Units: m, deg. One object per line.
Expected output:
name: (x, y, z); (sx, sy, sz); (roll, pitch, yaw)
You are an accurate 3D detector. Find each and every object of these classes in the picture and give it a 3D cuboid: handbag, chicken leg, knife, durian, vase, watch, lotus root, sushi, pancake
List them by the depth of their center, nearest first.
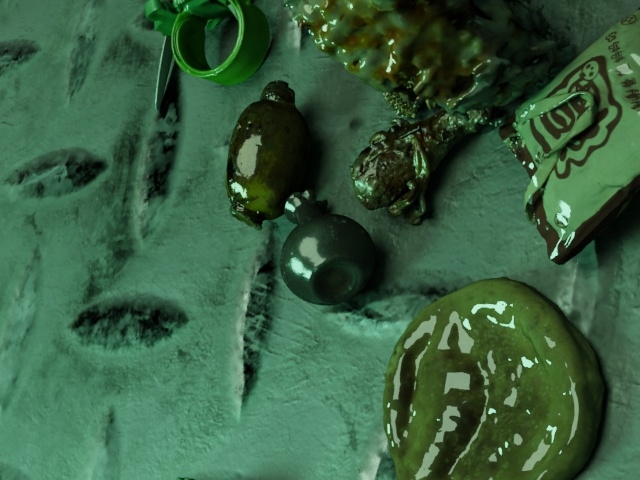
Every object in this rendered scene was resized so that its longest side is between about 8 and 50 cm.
handbag: (0.309, -0.118, 1.540); (0.235, 0.127, 0.213); (-44, 45, 34)
pancake: (0.181, 0.175, 1.570); (0.294, 0.049, 0.295); (-18, 60, 34)
sushi: (0.105, -0.303, 1.615); (0.176, 0.417, 0.418); (-40, 49, 25)
chicken leg: (0.123, -0.112, 1.744); (0.196, 0.080, 0.125); (-49, 56, 3)
vase: (0.000, 0.000, 1.778); (0.120, 0.120, 0.183); (-45, 33, 17)
durian: (0.114, -0.230, 1.805); (0.110, 0.071, 0.140); (-1, 66, 41)
lotus root: (-0.068, -0.114, 1.881); (0.120, 0.120, 0.210); (-1, 71, 42)
watch: (-0.157, -0.295, 2.060); (0.165, 0.131, 0.152); (-27, 73, 26)
knife: (-0.225, -0.318, 2.159); (0.032, 0.058, 0.244); (12, 77, 7)

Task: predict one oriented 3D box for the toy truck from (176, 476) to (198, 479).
toy truck: (-0.193, 0.414, 1.749); (0.135, 0.128, 0.260); (24, 88, 59)
